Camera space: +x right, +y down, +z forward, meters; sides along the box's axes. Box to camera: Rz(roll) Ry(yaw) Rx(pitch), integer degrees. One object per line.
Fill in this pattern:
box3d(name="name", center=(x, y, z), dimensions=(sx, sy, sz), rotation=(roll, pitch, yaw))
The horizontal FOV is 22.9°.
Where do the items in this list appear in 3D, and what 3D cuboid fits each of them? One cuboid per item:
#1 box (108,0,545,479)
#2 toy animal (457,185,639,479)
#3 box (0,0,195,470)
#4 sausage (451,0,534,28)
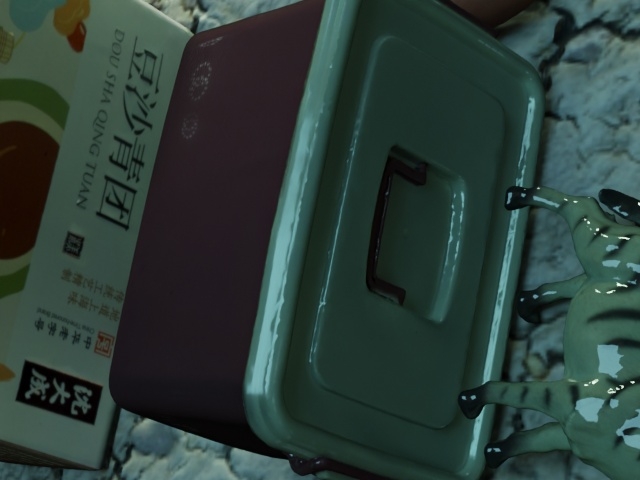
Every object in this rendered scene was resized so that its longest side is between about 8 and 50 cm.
box3d(name="box", center=(0.000, 0.000, 0.941), dimensions=(0.168, 0.193, 0.294), rotation=(-4, 69, 44))
box3d(name="toy animal", center=(0.167, 0.068, 0.855), dimensions=(0.176, 0.073, 0.216), rotation=(-3, 65, 32))
box3d(name="box", center=(-0.281, -0.058, 1.053), dimensions=(0.122, 0.385, 0.344), rotation=(-3, 69, 38))
box3d(name="sausage", center=(0.074, -0.152, 1.028), dimensions=(0.154, 0.062, 0.062), rotation=(-27, 56, 28))
